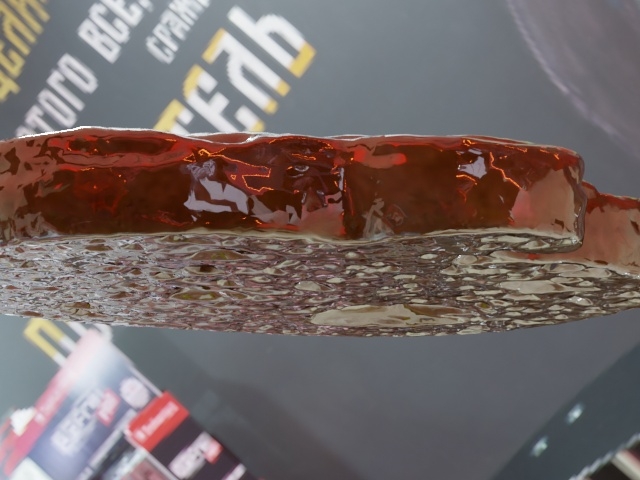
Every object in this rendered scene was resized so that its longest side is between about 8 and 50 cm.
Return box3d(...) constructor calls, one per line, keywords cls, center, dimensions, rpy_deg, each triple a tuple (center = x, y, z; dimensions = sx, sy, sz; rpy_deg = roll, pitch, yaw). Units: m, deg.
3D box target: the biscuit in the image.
box3d(cls="biscuit", center=(0.000, -0.001, 0.535), dimensions=(0.314, 0.367, 0.063), rpy_deg=(-25, 62, 60))
